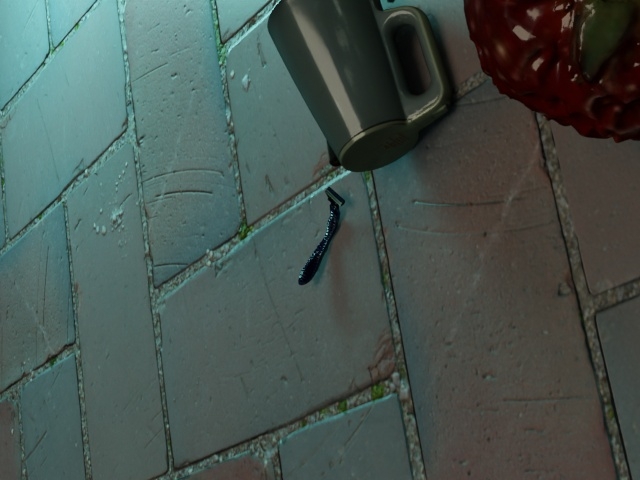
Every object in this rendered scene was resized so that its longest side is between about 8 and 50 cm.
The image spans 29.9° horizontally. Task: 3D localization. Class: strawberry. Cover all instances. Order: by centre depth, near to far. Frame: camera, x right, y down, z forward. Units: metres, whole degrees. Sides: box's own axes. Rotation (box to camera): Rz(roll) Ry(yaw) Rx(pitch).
[{"bbox_3d":[0.258,-0.259,1.243,0.318,0.295,0.345,59,165,-11],"label":"strawberry"}]

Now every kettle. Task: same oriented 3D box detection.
[{"bbox_3d":[0.064,-0.235,1.628,0.210,0.160,0.243,-30,66,17],"label":"kettle"}]

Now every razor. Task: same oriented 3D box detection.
[{"bbox_3d":[0.004,0.000,1.760,0.044,0.028,0.155,42,119,43],"label":"razor"}]
